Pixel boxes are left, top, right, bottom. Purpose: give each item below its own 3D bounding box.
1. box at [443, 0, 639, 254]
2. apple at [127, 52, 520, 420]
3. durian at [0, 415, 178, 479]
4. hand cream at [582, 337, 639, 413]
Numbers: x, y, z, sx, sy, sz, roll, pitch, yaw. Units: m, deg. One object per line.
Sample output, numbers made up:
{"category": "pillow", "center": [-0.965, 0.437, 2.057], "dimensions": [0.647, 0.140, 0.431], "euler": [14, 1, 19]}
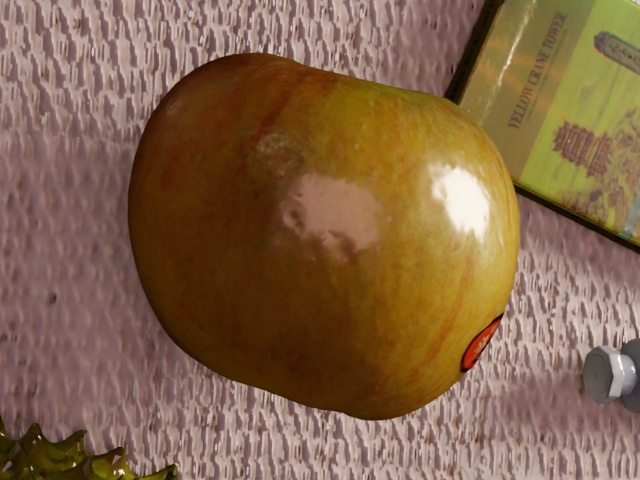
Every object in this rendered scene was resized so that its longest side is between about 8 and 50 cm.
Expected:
{"category": "box", "center": [0.166, -0.066, 0.647], "dimensions": [0.193, 0.030, 0.121], "euler": [25, 86, -14]}
{"category": "apple", "center": [0.000, 0.000, 0.533], "dimensions": [0.183, 0.182, 0.155], "euler": [12, 100, -15]}
{"category": "durian", "center": [-0.173, 0.186, 0.545], "dimensions": [0.352, 0.158, 0.169], "euler": [7, 125, -15]}
{"category": "hand cream", "center": [0.231, 0.080, 0.667], "dimensions": [0.171, 0.043, 0.064], "euler": [4, 97, -20]}
